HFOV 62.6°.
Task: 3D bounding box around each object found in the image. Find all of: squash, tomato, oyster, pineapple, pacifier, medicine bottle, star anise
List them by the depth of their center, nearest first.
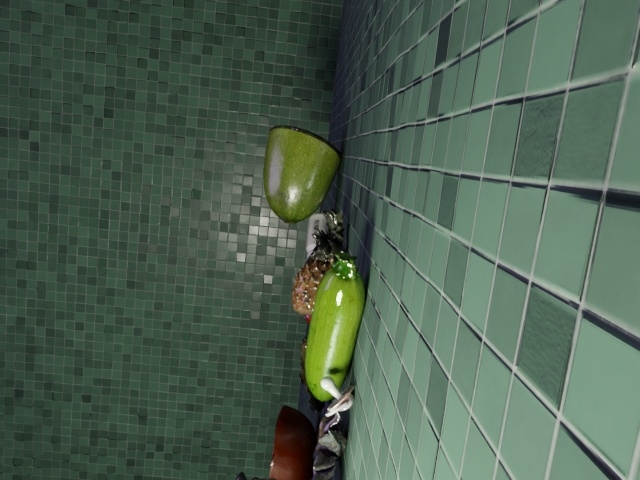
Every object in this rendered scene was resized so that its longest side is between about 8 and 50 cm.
[{"bbox_3d":[0.028,0.314,1.075,0.081,0.078,0.099,-40,-7,-14],"label":"pacifier"},{"bbox_3d":[0.028,0.186,1.104,0.107,0.107,0.395,-89,5,-55],"label":"squash"},{"bbox_3d":[0.021,0.437,1.135,0.180,0.061,0.204,-75,-3,-59],"label":"star anise"},{"bbox_3d":[0.012,0.061,1.486,0.170,0.141,0.310,45,-126,-62],"label":"pineapple"},{"bbox_3d":[-0.008,0.413,1.681,0.166,0.094,0.294,71,-173,-50],"label":"oyster"},{"bbox_3d":[-0.083,0.724,1.754,0.338,0.143,0.338,6,-90,-89],"label":"tomato"},{"bbox_3d":[0.000,0.000,1.966,0.103,0.102,0.187,101,173,-59],"label":"medicine bottle"},{"bbox_3d":[-0.110,-0.227,1.988,0.310,0.310,0.309,112,-179,-79],"label":"squash"}]

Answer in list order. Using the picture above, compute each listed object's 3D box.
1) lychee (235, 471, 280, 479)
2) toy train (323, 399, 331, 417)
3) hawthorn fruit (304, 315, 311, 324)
[{"bbox_3d":[-0.142,0.668,1.018,0.432,0.380,0.380,-106,19,-48],"label":"lychee"},{"bbox_3d":[0.019,0.483,1.491,0.017,0.017,0.083,162,115,-79],"label":"toy train"},{"bbox_3d":[-0.017,0.268,1.900,0.093,0.093,0.093,-174,90,-87],"label":"hawthorn fruit"}]
